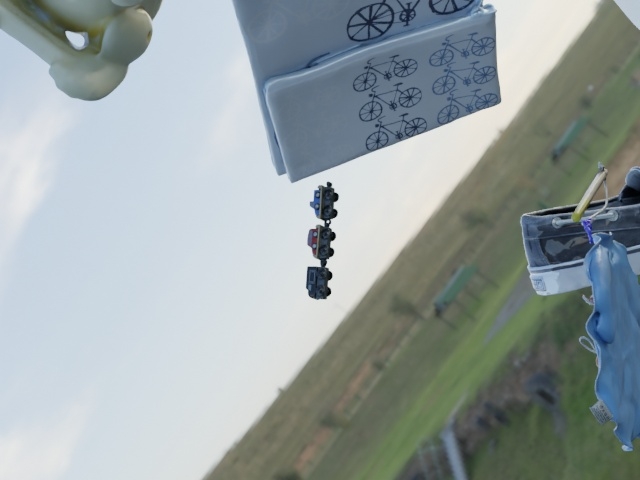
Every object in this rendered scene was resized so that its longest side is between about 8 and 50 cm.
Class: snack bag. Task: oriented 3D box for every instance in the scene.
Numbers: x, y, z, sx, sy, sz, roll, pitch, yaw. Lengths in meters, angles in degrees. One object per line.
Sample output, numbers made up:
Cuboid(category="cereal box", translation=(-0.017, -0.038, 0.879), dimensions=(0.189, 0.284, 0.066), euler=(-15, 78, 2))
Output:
Cuboid(category="snack bag", translation=(0.069, -0.240, 1.458), dimensions=(0.323, 0.037, 0.343), euler=(-20, -41, -5))

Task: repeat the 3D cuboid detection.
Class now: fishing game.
Cuboid(category="fishing game", translation=(0.237, 0.084, 0.965), dimensions=(0.041, 0.264, 0.189), euler=(-9, 19, 26))

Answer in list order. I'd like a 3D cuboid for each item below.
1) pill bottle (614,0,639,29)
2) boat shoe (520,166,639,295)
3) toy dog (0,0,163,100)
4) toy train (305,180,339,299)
Cuboid(category="pill bottle", translation=(0.381, -0.305, 0.873), dimensions=(0.363, 0.210, 0.210), euler=(-40, -8, 0))
Cuboid(category="boat shoe", translation=(0.353, -0.031, 1.229), dimensions=(0.301, 0.102, 0.108), euler=(-15, 6, -5))
Cuboid(category="toy dog", translation=(-0.291, -0.463, 1.739), dimensions=(0.395, 0.284, 0.408), euler=(-29, -23, -51))
Cuboid(category="toy train", translation=(0.000, 0.000, 1.560), dimensions=(0.027, 0.036, 0.158), euler=(20, -108, -61))
